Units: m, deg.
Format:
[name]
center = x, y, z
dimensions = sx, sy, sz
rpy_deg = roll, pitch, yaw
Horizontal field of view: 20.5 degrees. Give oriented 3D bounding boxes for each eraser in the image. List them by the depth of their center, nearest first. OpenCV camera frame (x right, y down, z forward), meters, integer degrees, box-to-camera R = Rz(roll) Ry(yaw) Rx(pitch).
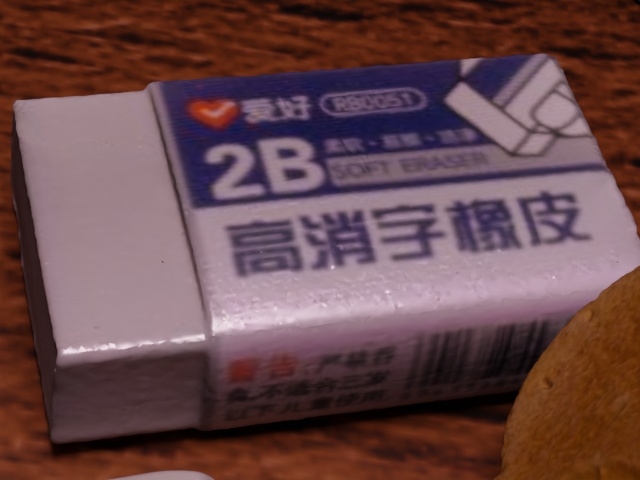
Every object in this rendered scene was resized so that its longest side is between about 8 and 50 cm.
[eraser]
center = 0.000, 0.000, 0.640
dimensions = 0.210, 0.068, 0.124
rpy_deg = -5, 52, -14

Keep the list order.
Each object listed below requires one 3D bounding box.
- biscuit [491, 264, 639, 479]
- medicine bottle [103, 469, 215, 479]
[biscuit]
center = 0.094, 0.084, 0.537
dimensions = 0.036, 0.166, 0.225
rpy_deg = 43, 61, -24
[medicine bottle]
center = -0.122, 0.137, 0.490
dimensions = 0.219, 0.078, 0.115
rpy_deg = -8, 62, -18
